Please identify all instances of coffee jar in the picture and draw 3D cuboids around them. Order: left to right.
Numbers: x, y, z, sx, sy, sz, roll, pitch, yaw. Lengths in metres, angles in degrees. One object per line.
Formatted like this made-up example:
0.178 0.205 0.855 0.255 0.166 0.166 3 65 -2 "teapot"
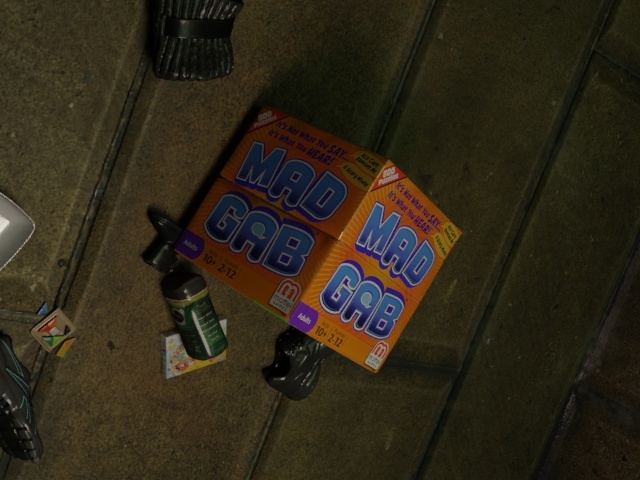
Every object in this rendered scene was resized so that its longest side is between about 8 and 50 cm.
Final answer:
-0.264 0.155 1.965 0.079 0.096 0.184 -31 114 -33 "coffee jar"

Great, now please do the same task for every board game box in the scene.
-0.278 0.233 2.059 0.154 0.026 0.103 -15 119 -36 "board game box"
0.000 0.000 1.936 0.356 0.356 0.356 -58 142 -4 "board game box"

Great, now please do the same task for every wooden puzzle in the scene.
-0.520 0.176 1.828 0.078 0.014 0.116 -49 133 -12 "wooden puzzle"

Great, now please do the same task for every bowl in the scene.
-0.595 -0.021 1.640 0.142 0.053 0.142 -51 135 -11 "bowl"

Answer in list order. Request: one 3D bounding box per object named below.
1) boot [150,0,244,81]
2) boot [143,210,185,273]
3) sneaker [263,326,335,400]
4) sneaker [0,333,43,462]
-0.165 -0.444 1.757 0.348 0.131 0.260 -14 112 -24 "boot"
-0.325 0.006 1.898 0.099 0.045 0.121 -57 139 -5 "boot"
-0.032 0.244 2.232 0.130 0.109 0.286 29 88 -39 "sneaker"
-0.575 0.299 1.761 0.106 0.101 0.267 -55 137 -53 "sneaker"
